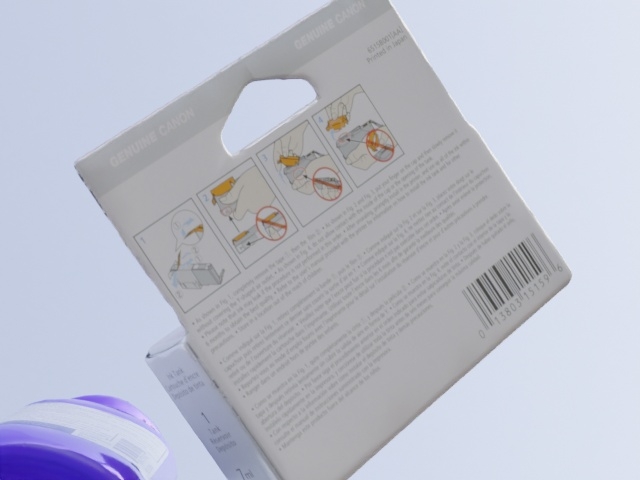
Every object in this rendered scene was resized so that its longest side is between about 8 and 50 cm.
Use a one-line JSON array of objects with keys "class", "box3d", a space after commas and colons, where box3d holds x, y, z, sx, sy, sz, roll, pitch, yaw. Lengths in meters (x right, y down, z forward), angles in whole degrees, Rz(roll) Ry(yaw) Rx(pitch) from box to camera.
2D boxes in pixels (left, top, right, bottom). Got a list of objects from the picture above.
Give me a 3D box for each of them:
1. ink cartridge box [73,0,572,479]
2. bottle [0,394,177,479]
[{"class": "ink cartridge box", "box3d": [0.000, 0.000, 1.107, 0.275, 0.060, 0.239, -37, -86, -36]}, {"class": "bottle", "box3d": [-0.148, 0.148, 1.109, 0.283, 0.118, 0.092, -56, -17, -88]}]
